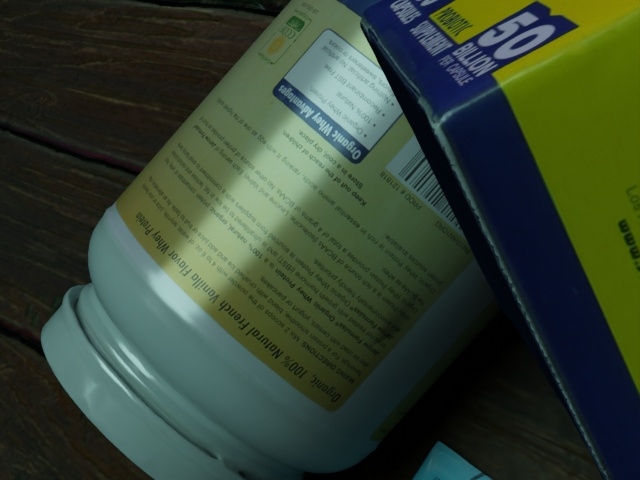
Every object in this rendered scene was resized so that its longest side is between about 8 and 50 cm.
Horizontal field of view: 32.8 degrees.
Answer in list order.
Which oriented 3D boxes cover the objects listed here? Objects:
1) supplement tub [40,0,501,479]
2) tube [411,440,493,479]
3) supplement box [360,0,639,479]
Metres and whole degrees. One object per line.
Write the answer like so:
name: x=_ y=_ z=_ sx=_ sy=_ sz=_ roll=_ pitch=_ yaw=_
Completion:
supplement tub: x=0.000 y=0.000 z=0.688 sx=0.316 sy=0.228 sz=0.228 roll=-48 pitch=41 yaw=3
tube: x=0.034 y=0.218 z=0.640 sx=0.080 sy=0.052 sz=0.207 roll=29 pitch=77 yaw=44
supplement box: x=0.225 y=-0.080 z=0.465 sx=0.356 sy=0.195 sz=0.194 roll=-27 pitch=22 yaw=5
